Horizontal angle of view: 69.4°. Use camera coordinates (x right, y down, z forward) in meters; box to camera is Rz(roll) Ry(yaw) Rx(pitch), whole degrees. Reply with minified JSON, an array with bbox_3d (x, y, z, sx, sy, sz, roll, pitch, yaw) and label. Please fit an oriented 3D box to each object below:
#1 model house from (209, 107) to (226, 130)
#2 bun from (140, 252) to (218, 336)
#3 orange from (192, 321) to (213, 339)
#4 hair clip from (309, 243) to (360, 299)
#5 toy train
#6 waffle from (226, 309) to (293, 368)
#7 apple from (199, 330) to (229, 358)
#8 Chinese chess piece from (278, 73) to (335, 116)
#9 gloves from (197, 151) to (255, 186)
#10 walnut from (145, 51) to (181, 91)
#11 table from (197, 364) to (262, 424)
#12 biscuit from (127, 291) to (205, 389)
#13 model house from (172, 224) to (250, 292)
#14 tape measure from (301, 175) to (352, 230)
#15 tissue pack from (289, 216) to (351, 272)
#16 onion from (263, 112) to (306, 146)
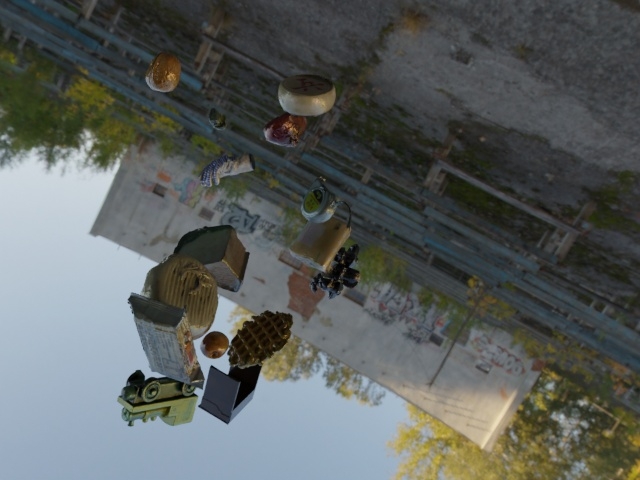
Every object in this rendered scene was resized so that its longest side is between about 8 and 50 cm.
[{"bbox_3d":[-0.479,-0.563,2.147,0.066,0.078,0.083,1,170,11],"label":"model house"},{"bbox_3d":[-0.454,0.177,1.488,0.273,0.168,0.273,29,-130,-40],"label":"bun"},{"bbox_3d":[-0.525,0.284,1.841,0.236,0.236,0.236,28,-173,-4],"label":"orange"},{"bbox_3d":[0.074,0.139,2.232,0.194,0.310,0.206,24,-176,-17],"label":"hair clip"},{"bbox_3d":[-0.663,0.649,1.889,0.150,0.237,0.369,16,180,34],"label":"toy train"},{"bbox_3d":[-0.270,0.429,2.044,0.068,0.325,0.302,63,-150,-32],"label":"waffle"},{"bbox_3d":[-0.536,0.530,2.327,0.146,0.146,0.146,28,-173,-4],"label":"apple"},{"bbox_3d":[-0.059,-0.633,2.007,0.250,0.103,0.249,1,-139,-1],"label":"Chinese chess piece"},{"bbox_3d":[-0.355,-0.268,1.727,0.119,0.229,0.097,37,-151,-84],"label":"gloves"},{"bbox_3d":[-0.689,-0.744,2.044,0.144,0.180,0.144,20,-174,-2],"label":"walnut"},{"bbox_3d":[-0.464,0.743,2.410,0.196,0.282,0.250,25,-157,17],"label":"table"},{"bbox_3d":[-0.420,0.280,1.260,0.186,0.309,0.079,12,-140,16],"label":"biscuit"},{"bbox_3d":[-0.480,0.113,2.104,0.298,0.243,0.284,-10,136,21],"label":"model house"},{"bbox_3d":[0.034,-0.092,1.671,0.084,0.164,0.330,20,-154,-40],"label":"tape measure"},{"bbox_3d":[0.000,0.000,1.904,0.186,0.222,0.090,26,164,27],"label":"tissue pack"},{"bbox_3d":[-0.161,-0.532,2.282,0.163,0.230,0.230,59,-171,2],"label":"onion"}]
